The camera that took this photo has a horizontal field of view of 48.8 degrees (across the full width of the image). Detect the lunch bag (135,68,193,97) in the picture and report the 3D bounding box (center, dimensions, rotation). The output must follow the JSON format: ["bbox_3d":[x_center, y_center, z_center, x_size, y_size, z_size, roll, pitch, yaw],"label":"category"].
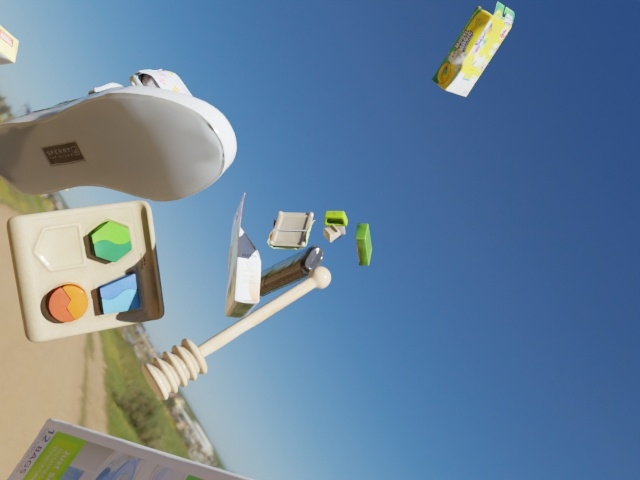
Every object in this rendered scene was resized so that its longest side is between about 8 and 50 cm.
[{"bbox_3d":[-0.238,-0.220,1.069,0.083,0.053,0.071,57,25,0],"label":"lunch bag"}]

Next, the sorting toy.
[{"bbox_3d":[-0.389,0.004,1.164,0.041,0.229,0.307,-158,-119,-69],"label":"sorting toy"}]

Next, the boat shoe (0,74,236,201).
[{"bbox_3d":[-0.198,-0.103,0.708,0.306,0.105,0.113,-5,-61,34],"label":"boat shoe"}]

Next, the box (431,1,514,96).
[{"bbox_3d":[0.290,-0.363,1.327,0.043,0.179,0.105,44,24,23],"label":"box"}]

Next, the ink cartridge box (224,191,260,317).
[{"bbox_3d":[-0.125,0.029,1.166,0.145,0.045,0.179,132,-35,-69],"label":"ink cartridge box"}]

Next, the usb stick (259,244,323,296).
[{"bbox_3d":[-0.076,0.071,1.570,0.045,0.077,0.278,40,-29,-13],"label":"usb stick"}]

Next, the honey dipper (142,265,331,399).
[{"bbox_3d":[-0.057,0.062,0.528,0.030,0.160,0.030,39,-33,32],"label":"honey dipper"}]

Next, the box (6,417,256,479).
[{"bbox_3d":[-0.077,0.172,0.336,0.203,0.114,0.103,-1,-42,42],"label":"box"}]

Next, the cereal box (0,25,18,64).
[{"bbox_3d":[-0.610,-0.314,1.058,0.173,0.240,0.047,50,39,-67],"label":"cereal box"}]

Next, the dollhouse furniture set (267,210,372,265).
[{"bbox_3d":[0.000,0.000,1.076,0.058,0.151,0.076,80,16,-44],"label":"dollhouse furniture set"}]
